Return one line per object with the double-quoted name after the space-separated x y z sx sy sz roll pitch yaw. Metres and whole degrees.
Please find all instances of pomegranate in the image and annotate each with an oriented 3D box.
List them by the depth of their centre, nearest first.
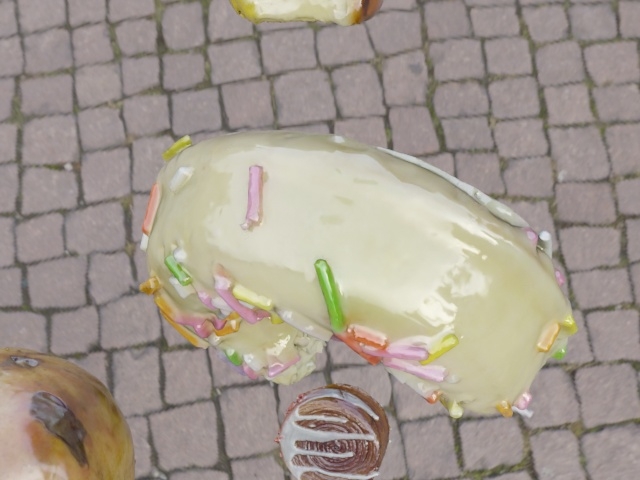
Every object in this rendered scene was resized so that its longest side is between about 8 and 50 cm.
-0.345 0.249 1.003 0.281 0.281 0.281 0 68 1 "pomegranate"

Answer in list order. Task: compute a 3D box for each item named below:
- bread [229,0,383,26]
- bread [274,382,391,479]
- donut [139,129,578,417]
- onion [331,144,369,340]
-0.025 -0.364 0.813 0.143 0.333 0.323 -8 112 8 "bread"
0.018 0.283 1.323 0.160 0.073 0.160 5 112 13 "bread"
0.003 0.033 0.772 0.371 0.307 0.150 1 58 45 "donut"
0.000 0.000 1.530 0.385 0.348 0.348 4 67 -22 "onion"
